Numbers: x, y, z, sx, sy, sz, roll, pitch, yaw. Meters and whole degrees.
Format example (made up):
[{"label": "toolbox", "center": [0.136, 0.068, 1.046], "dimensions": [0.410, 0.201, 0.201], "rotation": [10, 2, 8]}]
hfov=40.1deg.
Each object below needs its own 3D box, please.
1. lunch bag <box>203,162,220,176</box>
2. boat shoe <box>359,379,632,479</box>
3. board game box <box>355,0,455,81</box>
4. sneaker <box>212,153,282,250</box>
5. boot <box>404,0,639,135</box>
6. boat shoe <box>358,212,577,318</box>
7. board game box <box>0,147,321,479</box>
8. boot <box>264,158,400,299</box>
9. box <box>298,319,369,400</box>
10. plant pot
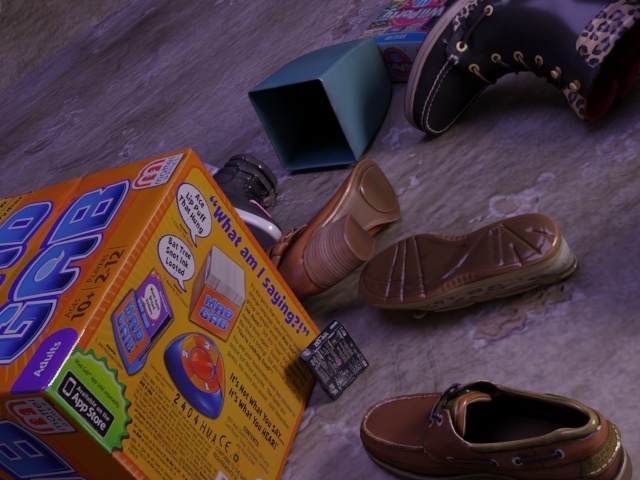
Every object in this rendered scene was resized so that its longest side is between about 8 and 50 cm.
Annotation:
[{"label": "lunch bag", "center": [-0.223, -0.103, 1.678], "dimensions": [0.083, 0.053, 0.071], "rotation": [-50, 34, -9]}, {"label": "boat shoe", "center": [0.162, 0.190, 0.913], "dimensions": [0.307, 0.104, 0.110], "rotation": [-4, 43, 37]}, {"label": "board game box", "center": [0.237, -0.430, 1.679], "dimensions": [0.224, 0.097, 0.303], "rotation": [11, 54, 48]}, {"label": "sneaker", "center": [-0.123, -0.077, 1.505], "dimensions": [0.147, 0.104, 0.296], "rotation": [-48, 31, -14]}, {"label": "boot", "center": [0.313, -0.271, 1.332], "dimensions": [0.284, 0.138, 0.377], "rotation": [48, 112, 35]}, {"label": "boat shoe", "center": [0.181, 0.046, 1.122], "dimensions": [0.285, 0.089, 0.104], "rotation": [-12, 53, 34]}, {"label": "board game box", "center": [-0.264, 0.163, 1.077], "dimensions": [0.356, 0.356, 0.356], "rotation": [-10, 39, 31]}, {"label": "boot", "center": [0.000, 0.000, 1.327], "dimensions": [0.220, 0.109, 0.283], "rotation": [-31, 23, 31]}, {"label": "box", "center": [0.018, 0.151, 1.106], "dimensions": [0.067, 0.083, 0.018], "rotation": [-45, 35, -17]}, {"label": "plant pot", "center": [0.023, -0.265, 1.587], "dimensions": [0.166, 0.165, 0.234], "rotation": [-3, 35, 39]}]
